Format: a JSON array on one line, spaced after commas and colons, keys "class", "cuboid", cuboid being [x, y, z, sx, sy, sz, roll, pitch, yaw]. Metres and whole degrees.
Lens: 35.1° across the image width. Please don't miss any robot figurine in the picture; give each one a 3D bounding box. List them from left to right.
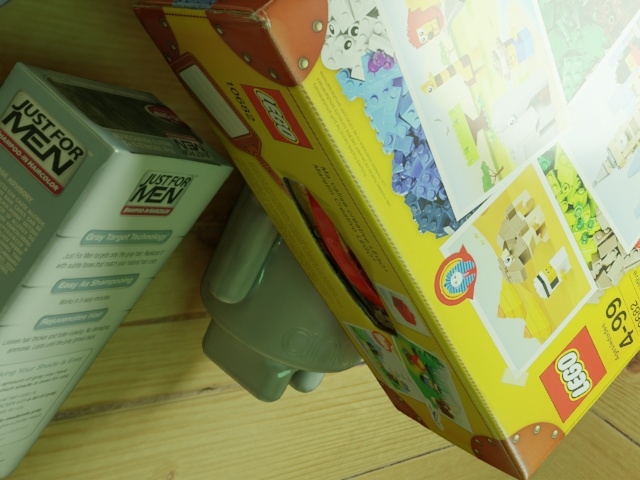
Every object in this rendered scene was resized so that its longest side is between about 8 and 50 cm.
[{"class": "robot figurine", "cuboid": [0.000, 0.000, 1.093, 0.300, 0.200, 0.353, -8, 127, -59]}]

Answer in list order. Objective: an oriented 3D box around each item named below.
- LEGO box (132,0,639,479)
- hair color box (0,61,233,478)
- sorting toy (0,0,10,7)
[{"class": "LEGO box", "cuboid": [0.142, -0.103, 0.891, 0.372, 0.193, 0.500, -44, 124, -18]}, {"class": "hair color box", "cuboid": [-0.254, 0.047, 0.836, 0.374, 0.113, 0.185, -52, 164, 14]}, {"class": "sorting toy", "cuboid": [-0.325, -0.068, 0.679, 0.127, 0.126, 0.365, 40, 88, -27]}]
